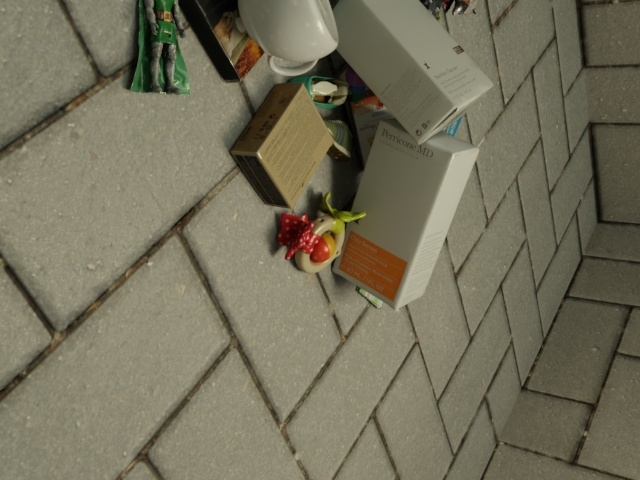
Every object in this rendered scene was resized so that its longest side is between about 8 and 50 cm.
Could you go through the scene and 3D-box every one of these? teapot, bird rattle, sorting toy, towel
[{"bbox_3d":[-0.083,-0.468,1.441,0.252,0.187,0.256,-59,130,-71],"label":"teapot"},{"bbox_3d":[0.000,0.000,1.793,0.253,0.143,0.207,-42,144,-39],"label":"bird rattle"},{"bbox_3d":[0.148,-0.489,1.914,0.126,0.127,0.365,95,17,-46],"label":"sorting toy"},{"bbox_3d":[0.162,0.132,2.128,0.152,0.023,0.113,40,62,-47],"label":"towel"}]

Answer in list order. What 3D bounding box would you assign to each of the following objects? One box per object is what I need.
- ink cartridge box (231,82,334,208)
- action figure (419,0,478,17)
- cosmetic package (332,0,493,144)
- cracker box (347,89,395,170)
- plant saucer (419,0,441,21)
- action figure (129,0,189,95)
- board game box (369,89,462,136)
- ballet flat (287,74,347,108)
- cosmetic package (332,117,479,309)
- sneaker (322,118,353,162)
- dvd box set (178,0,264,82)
[{"bbox_3d":[-0.084,-0.224,1.658,0.234,0.088,0.193,-61,141,-28],"label":"ink cartridge box"},{"bbox_3d":[0.354,-0.762,2.022,0.330,0.178,0.341,41,59,-38],"label":"action figure"},{"bbox_3d":[0.209,-0.448,1.711,0.385,0.156,0.217,50,45,3],"label":"cosmetic package"},{"bbox_3d":[0.176,-0.305,1.947,0.067,0.156,0.232,-108,-178,-61],"label":"cracker box"},{"bbox_3d":[0.289,-0.709,2.125,0.188,0.045,0.188,-56,137,-33],"label":"plant saucer"},{"bbox_3d":[-0.304,-0.401,1.348,0.137,0.063,0.232,-9,100,-50],"label":"action figure"},{"bbox_3d":[0.295,-0.417,2.094,0.303,0.097,0.224,43,62,-36],"label":"board game box"},{"bbox_3d":[0.018,-0.374,1.773,0.247,0.087,0.083,-14,107,-53],"label":"ballet flat"},{"bbox_3d":[0.218,-0.074,1.867,0.161,0.230,0.453,-17,130,-52],"label":"cosmetic package"},{"bbox_3d":[0.030,-0.286,1.834,0.192,0.064,0.086,41,56,-50],"label":"sneaker"},{"bbox_3d":[-0.152,-0.594,1.518,0.420,0.062,0.307,-59,139,-29],"label":"dvd box set"}]
